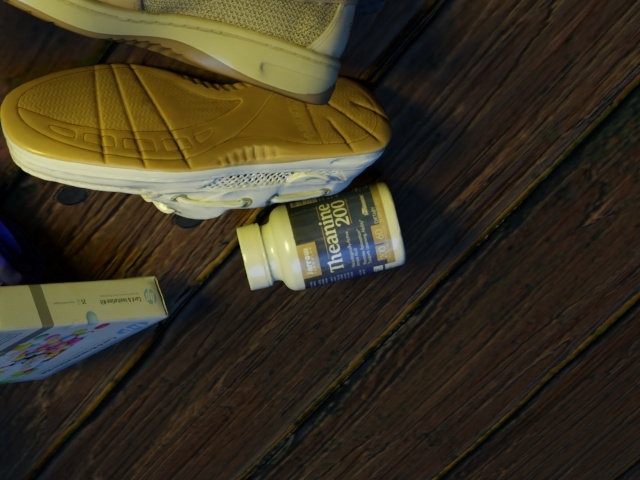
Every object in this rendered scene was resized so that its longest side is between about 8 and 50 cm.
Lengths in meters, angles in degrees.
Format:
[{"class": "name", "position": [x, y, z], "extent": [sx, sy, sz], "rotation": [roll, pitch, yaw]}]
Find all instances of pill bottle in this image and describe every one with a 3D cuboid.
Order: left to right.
[{"class": "pill bottle", "position": [0.000, 0.000, 1.495], "extent": [0.120, 0.067, 0.067], "rotation": [-14, 146, -2]}]

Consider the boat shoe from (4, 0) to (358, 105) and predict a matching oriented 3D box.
[{"class": "boat shoe", "position": [-0.120, -0.177, 1.180], "extent": [0.341, 0.121, 0.110], "rotation": [15, 99, -40]}]

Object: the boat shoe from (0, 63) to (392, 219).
[{"class": "boat shoe", "position": [-0.089, -0.055, 1.357], "extent": [0.277, 0.098, 0.096], "rotation": [1, 142, -24]}]

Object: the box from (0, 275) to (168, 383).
[{"class": "box", "position": [-0.227, 0.071, 1.465], "extent": [0.145, 0.038, 0.186], "rotation": [-26, 168, 32]}]

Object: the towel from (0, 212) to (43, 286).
[{"class": "towel", "position": [-0.373, 0.033, 1.395], "extent": [0.308, 0.076, 0.227], "rotation": [-21, 144, 10]}]
